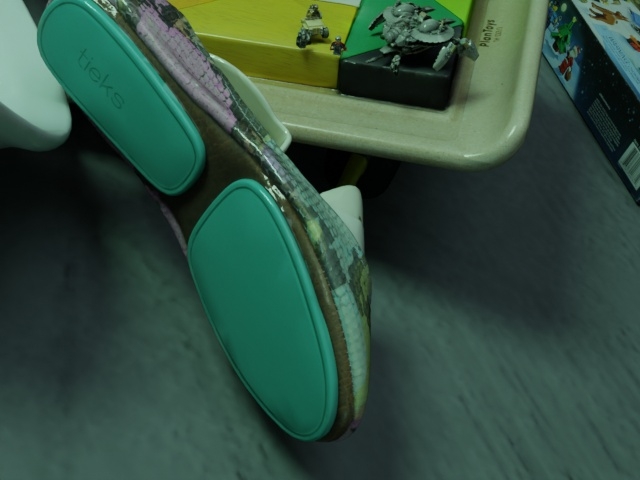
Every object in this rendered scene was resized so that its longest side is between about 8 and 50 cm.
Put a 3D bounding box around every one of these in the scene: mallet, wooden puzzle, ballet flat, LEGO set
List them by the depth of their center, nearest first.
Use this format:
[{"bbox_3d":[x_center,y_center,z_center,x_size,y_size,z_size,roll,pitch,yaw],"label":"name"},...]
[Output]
[{"bbox_3d":[-0.032,-0.023,0.545,0.079,0.077,0.221,-23,73,-48],"label":"ballet flat"},{"bbox_3d":[0.031,-0.098,0.596,0.083,0.023,0.054,-1,39,-7],"label":"LEGO set"},{"bbox_3d":[0.000,0.000,0.627,0.039,0.062,0.189,24,53,3],"label":"mallet"},{"bbox_3d":[-0.005,-0.121,0.669,0.239,0.044,0.221,6,38,10],"label":"wooden puzzle"}]

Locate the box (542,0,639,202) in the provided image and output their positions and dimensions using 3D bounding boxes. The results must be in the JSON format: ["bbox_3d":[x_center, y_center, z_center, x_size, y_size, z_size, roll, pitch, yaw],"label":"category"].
[{"bbox_3d":[0.232,-0.116,0.886,0.159,0.044,0.233,3,45,-29],"label":"box"}]

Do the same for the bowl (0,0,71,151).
[{"bbox_3d":[-0.230,-0.125,0.487,0.297,0.134,0.298,57,3,-4],"label":"bowl"}]
